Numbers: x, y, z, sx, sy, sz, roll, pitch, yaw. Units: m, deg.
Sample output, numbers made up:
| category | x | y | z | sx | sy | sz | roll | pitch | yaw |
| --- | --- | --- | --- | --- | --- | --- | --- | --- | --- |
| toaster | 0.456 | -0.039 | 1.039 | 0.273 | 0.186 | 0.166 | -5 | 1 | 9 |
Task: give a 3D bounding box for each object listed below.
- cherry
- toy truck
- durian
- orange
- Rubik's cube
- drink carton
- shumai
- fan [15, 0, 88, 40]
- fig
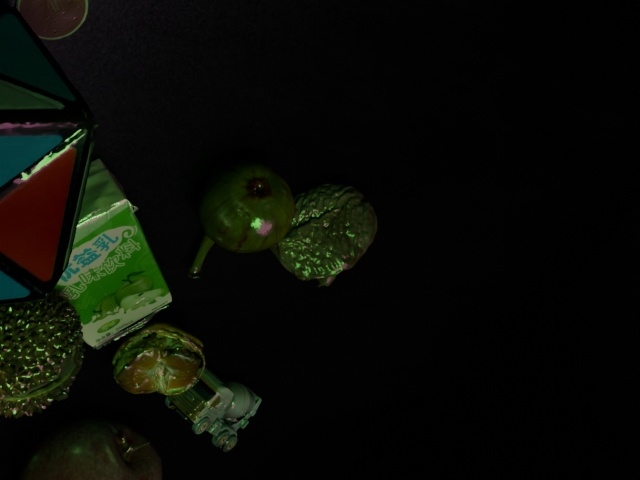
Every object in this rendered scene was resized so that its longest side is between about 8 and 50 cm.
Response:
| category | x | y | z | sx | sy | sz | roll | pitch | yaw |
| --- | --- | --- | --- | --- | --- | --- | --- | --- | --- |
| cherry | -0.444 | 0.457 | 1.405 | 0.307 | 0.221 | 0.261 | -29 | 148 | 17 |
| toy truck | -0.220 | 0.355 | 1.613 | 0.140 | 0.108 | 0.257 | -48 | 151 | -12 |
| durian | -0.409 | 0.154 | 0.986 | 0.196 | 0.167 | 0.196 | -37 | 144 | -34 |
| orange | -0.294 | 0.208 | 1.353 | 0.160 | 0.112 | 0.170 | -31 | 124 | 5 |
| Rubik's cube | -0.405 | -0.088 | 0.762 | 0.248 | 0.250 | 0.246 | -9 | 136 | -42 |
| drink carton | -0.330 | 0.027 | 1.101 | 0.161 | 0.108 | 0.271 | -31 | 146 | -15 |
| shumai | 0.000 | 0.000 | 1.391 | 0.206 | 0.166 | 0.175 | -28 | 168 | -17 |
| fan | -0.290 | -0.282 | 0.869 | 0.133 | 0.005 | 0.085 | -30 | 145 | -14 |
| fig | -0.143 | -0.027 | 1.230 | 0.151 | 0.151 | 0.259 | -14 | 163 | -34 |
